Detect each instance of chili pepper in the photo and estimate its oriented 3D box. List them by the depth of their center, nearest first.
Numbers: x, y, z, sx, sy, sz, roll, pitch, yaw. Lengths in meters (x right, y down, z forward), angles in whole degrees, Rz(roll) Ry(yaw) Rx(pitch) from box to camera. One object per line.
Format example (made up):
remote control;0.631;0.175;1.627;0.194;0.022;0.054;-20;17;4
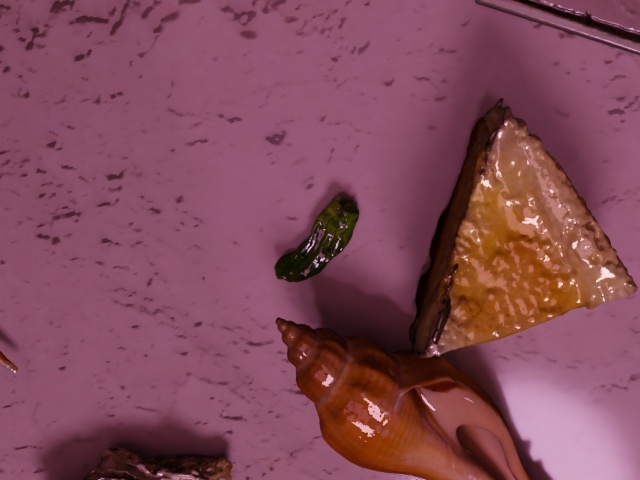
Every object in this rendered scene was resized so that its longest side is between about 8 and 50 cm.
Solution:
chili pepper;0.000;0.001;0.753;0.091;0.034;0.030;-48;59;14

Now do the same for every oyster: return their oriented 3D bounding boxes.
oyster;-0.158;0.229;0.804;0.177;0.056;0.105;-31;108;13

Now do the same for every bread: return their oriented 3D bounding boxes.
bread;0.114;0.007;0.679;0.160;0.140;0.169;-33;92;1

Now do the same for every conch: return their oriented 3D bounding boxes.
conch;0.091;0.156;0.748;0.330;0.093;0.109;37;89;-22

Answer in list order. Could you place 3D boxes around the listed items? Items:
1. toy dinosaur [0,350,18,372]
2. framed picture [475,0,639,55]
toy dinosaur;-0.321;0.024;0.793;0.187;0.044;0.106;29;88;2
framed picture;0.271;-0.227;0.674;0.265;0.018;0.192;20;103;4
